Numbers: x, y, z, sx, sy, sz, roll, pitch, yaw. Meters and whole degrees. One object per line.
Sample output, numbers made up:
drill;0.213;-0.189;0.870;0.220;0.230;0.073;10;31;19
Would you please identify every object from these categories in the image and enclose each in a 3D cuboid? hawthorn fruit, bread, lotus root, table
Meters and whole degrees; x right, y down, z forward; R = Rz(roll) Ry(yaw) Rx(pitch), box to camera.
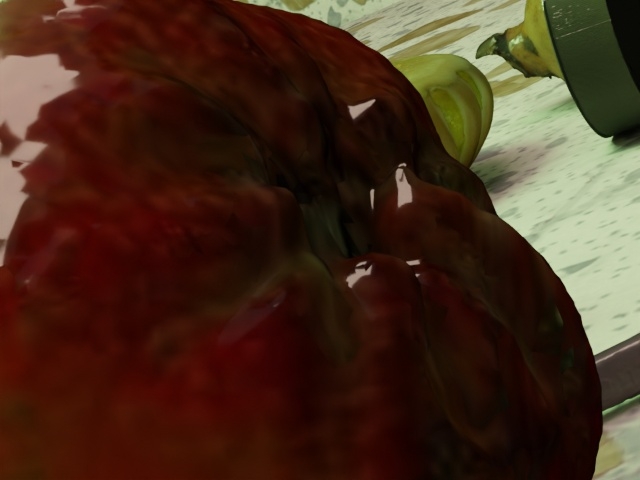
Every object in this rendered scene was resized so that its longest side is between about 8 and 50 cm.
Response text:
hawthorn fruit;-0.072;0.066;0.483;0.254;0.254;0.300;-37;-6;-47
bread;0.031;-0.062;1.118;0.213;0.104;0.213;-20;10;4
lotus root;0.225;-0.178;1.218;0.221;0.118;0.125;-25;-21;9
table;0.193;-0.138;1.056;0.043;0.133;0.133;-17;14;26

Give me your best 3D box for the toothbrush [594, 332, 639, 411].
toothbrush;0.216;0.009;0.629;0.354;0.024;0.029;-25;20;-6
